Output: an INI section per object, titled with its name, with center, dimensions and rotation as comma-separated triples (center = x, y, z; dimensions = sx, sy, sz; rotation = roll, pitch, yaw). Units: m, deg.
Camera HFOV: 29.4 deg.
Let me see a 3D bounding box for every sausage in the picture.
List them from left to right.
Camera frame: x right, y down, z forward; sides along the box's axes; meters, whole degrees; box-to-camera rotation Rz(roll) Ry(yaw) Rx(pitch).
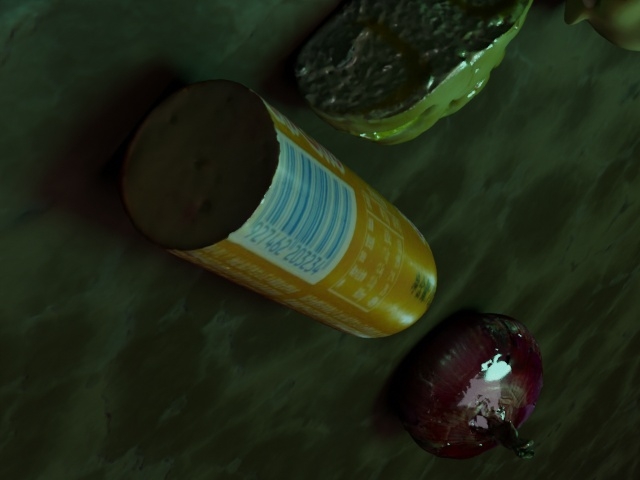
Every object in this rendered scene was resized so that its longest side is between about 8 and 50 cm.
[sausage]
center = 0.000, 0.000, 0.733
dimensions = 0.093, 0.093, 0.312
rotation = -51, 152, 4

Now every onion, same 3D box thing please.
[onion]
center = 0.152, 0.147, 1.081
dimensions = 0.150, 0.140, 0.150
rotation = -20, 127, -29

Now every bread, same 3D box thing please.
[bread]
center = 0.056, -0.107, 0.704
dimensions = 0.157, 0.083, 0.094
rotation = -35, 161, -27

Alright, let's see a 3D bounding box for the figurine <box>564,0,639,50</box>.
[figurine]
center = 0.193, -0.191, 0.787
dimensions = 0.196, 0.108, 0.114
rotation = 14, 104, -40
